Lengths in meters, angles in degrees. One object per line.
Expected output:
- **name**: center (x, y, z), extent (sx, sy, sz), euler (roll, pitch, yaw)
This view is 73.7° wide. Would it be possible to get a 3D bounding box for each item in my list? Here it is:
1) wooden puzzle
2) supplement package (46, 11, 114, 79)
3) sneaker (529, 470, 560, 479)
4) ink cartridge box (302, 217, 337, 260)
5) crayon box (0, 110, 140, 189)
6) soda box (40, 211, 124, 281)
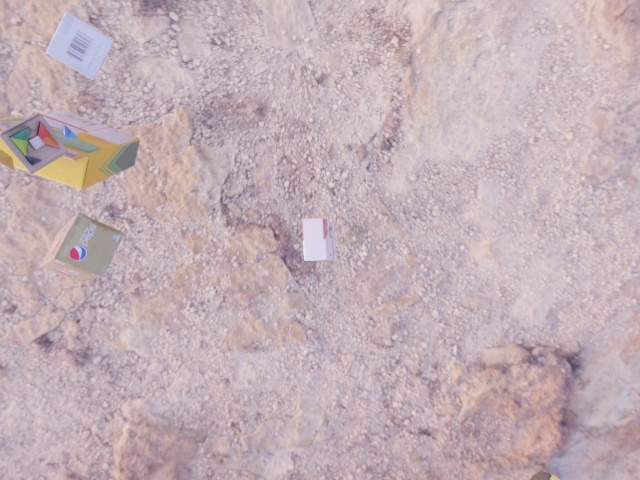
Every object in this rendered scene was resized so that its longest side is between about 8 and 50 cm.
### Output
- **wooden puzzle**: center (-0.436, -0.148, 0.654), extent (0.014, 0.116, 0.078), euler (14, 145, 35)
- **supplement package**: center (-0.567, -0.465, 1.021), extent (0.105, 0.179, 0.105), euler (27, 102, -33)
- **sneaker**: center (0.302, 0.360, 0.470), extent (0.094, 0.081, 0.208), euler (-15, 73, -16)
- **ink cartridge box**: center (0.000, 0.000, 1.159), extent (0.063, 0.150, 0.109), euler (-5, 87, 13)
- **crayon box**: center (-0.575, -0.209, 0.964), extent (0.203, 0.323, 0.083), euler (20, 109, -7)
- **soda box**: center (-0.321, 0.015, 0.568), extent (0.058, 0.181, 0.061), euler (30, 67, -32)
